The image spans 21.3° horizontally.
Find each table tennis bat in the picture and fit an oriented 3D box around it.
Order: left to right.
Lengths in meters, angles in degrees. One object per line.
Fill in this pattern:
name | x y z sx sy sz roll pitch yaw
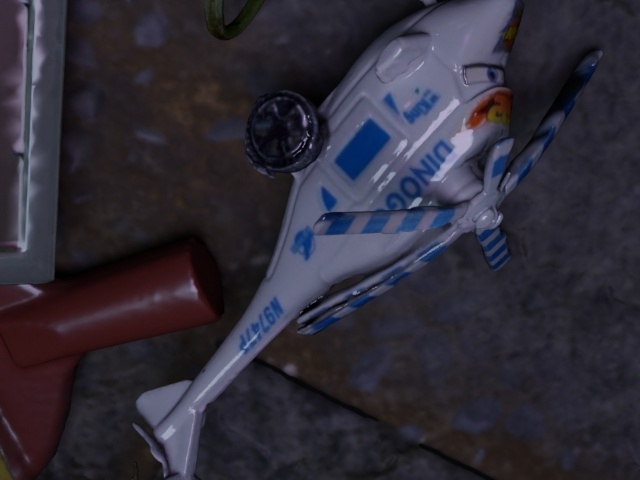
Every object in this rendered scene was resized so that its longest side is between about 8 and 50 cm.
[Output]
table tennis bat | -0.197 0.058 0.845 0.310 0.038 0.200 -16 114 14

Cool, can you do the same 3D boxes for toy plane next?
toy plane | 0.004 0.002 0.772 0.107 0.182 0.273 48 124 21

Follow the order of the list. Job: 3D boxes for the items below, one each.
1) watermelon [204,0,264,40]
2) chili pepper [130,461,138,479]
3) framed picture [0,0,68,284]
watermelon | -0.034 -0.161 0.676 0.140 0.141 0.187 5 119 1
chili pepper | -0.140 0.177 0.869 0.086 0.084 0.192 25 120 -26
framed picture | -0.220 -0.119 0.714 0.232 0.019 0.296 0 109 -20
